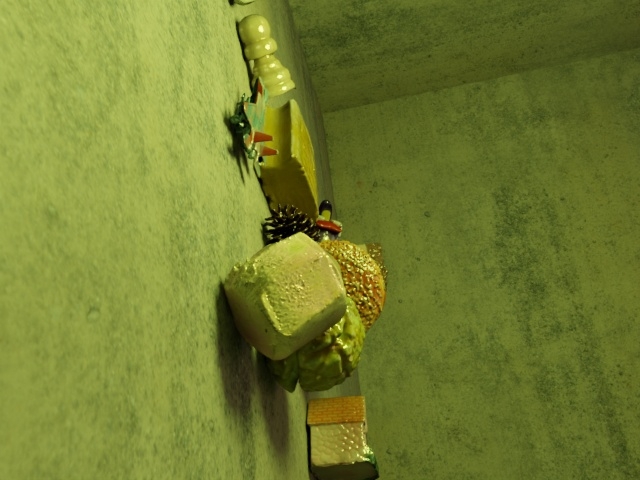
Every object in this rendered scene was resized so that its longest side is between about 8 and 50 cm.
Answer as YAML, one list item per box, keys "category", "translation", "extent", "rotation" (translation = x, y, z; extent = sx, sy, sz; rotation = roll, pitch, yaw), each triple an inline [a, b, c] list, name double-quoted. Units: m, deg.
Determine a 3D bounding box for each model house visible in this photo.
- category: "model house"
  translation: [0.075, 0.633, 1.777]
  extent: [0.237, 0.202, 0.237]
  rotation: [72, 12, -50]

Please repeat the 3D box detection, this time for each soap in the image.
- category: "soap"
  translation: [-0.105, -0.250, 1.824]
  extent: [0.335, 0.156, 0.293]
  rotation: [-94, 167, -46]

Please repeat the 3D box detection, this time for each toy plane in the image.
- category: "toy plane"
  translation: [-0.184, -0.338, 1.516]
  extent: [0.223, 0.104, 0.326]
  rotation: [72, 7, -54]

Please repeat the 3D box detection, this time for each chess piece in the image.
- category: "chess piece"
  translation: [-0.186, -0.595, 1.797]
  extent: [0.143, 0.142, 0.261]
  rotation: [-81, 153, -70]

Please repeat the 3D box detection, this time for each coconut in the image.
- category: "coconut"
  translation: [-0.062, 0.104, 1.183]
  extent: [0.245, 0.233, 0.233]
  rotation: [-36, 127, -32]

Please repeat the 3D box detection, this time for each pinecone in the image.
- category: "pinecone"
  translation: [-0.092, -0.027, 1.617]
  extent: [0.165, 0.163, 0.163]
  rotation: [59, 12, -12]

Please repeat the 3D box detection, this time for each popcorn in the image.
- category: "popcorn"
  translation: [-0.015, 0.237, 1.405]
  extent: [0.282, 0.282, 0.247]
  rotation: [-87, 153, -61]

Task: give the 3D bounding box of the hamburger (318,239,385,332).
- category: "hamburger"
  translation: [0.049, 0.164, 1.773]
  extent: [0.250, 0.329, 0.330]
  rotation: [6, 74, -81]

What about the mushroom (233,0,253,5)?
- category: "mushroom"
  translation: [-0.241, -0.794, 1.769]
  extent: [0.081, 0.092, 0.223]
  rotation: [58, 8, -24]

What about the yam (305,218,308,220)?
- category: "yam"
  translation: [-0.079, -0.054, 2.045]
  extent: [0.084, 0.084, 0.127]
  rotation: [72, 14, -50]

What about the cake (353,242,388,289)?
- category: "cake"
  translation: [0.149, 0.182, 2.576]
  extent: [0.282, 0.290, 0.256]
  rotation: [95, -10, -55]

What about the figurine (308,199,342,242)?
- category: "figurine"
  translation: [0.001, -0.006, 2.388]
  extent: [0.421, 0.154, 0.193]
  rotation: [-104, -147, -52]
